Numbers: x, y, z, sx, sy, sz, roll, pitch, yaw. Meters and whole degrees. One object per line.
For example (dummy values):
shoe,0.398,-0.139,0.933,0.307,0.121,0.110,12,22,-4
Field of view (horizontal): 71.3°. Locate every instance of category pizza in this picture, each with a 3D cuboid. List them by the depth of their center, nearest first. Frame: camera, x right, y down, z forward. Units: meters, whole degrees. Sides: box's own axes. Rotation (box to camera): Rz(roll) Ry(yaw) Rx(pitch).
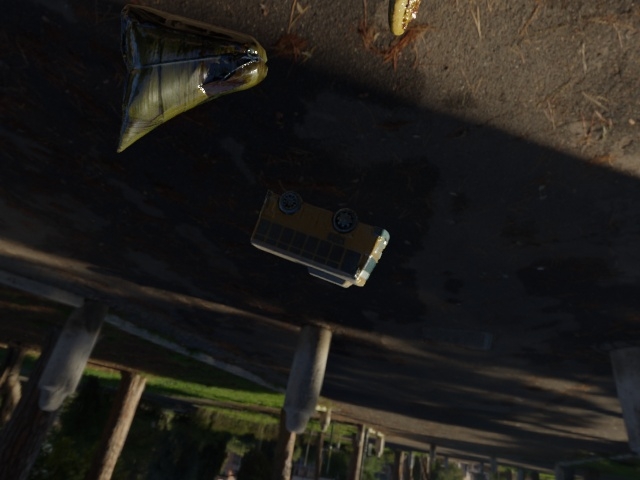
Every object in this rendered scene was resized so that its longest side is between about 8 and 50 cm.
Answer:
pizza,0.280,-0.775,1.384,0.082,0.228,0.289,22,170,10

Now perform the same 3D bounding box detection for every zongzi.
zongzi,-0.276,-0.296,0.920,0.286,0.299,0.138,17,-173,1

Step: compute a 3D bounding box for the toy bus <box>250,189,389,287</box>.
toy bus,0.000,0.000,0.654,0.182,0.103,0.091,20,175,14
